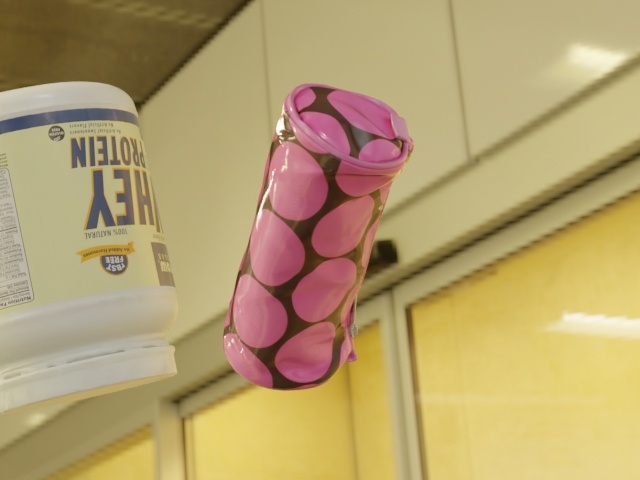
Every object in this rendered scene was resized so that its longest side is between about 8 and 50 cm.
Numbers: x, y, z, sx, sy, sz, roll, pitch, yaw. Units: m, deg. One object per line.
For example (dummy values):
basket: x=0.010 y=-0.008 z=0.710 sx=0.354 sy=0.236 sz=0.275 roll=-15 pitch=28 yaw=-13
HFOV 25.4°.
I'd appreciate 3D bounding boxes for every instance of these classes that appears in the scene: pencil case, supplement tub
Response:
pencil case: x=0.000 y=0.000 z=0.952 sx=0.098 sy=0.095 sz=0.209 roll=10 pitch=-53 yaw=-9
supplement tub: x=-0.288 y=0.011 z=1.558 sx=0.235 sy=0.324 sz=0.235 roll=-13 pitch=-6 yaw=-1
